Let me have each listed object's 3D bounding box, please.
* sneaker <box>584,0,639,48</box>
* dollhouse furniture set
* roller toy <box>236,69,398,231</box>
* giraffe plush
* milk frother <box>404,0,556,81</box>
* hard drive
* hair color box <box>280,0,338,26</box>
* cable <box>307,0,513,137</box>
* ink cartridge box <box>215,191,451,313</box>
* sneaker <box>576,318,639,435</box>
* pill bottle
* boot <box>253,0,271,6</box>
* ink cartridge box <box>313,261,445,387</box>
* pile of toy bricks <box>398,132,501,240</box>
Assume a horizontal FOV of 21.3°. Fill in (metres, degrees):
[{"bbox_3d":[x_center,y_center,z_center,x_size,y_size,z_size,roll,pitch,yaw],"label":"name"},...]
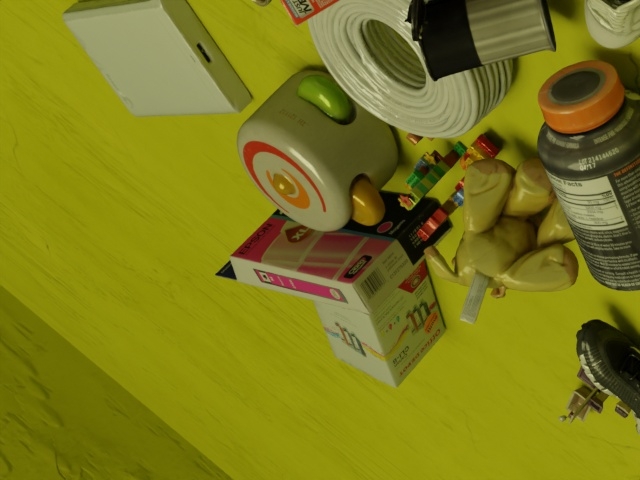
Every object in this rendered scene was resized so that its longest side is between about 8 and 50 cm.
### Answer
[{"bbox_3d":[0.289,-0.245,1.618,0.090,0.095,0.235,38,157,11],"label":"sneaker"},{"bbox_3d":[0.362,0.245,2.324,0.091,0.081,0.114,37,156,16],"label":"dollhouse furniture set"},{"bbox_3d":[-0.007,-0.112,2.245,0.209,0.146,0.191,53,156,-21],"label":"roller toy"},{"bbox_3d":[0.233,0.007,2.067,0.181,0.210,0.170,36,-176,10],"label":"giraffe plush"},{"bbox_3d":[0.161,-0.231,1.739,0.135,0.143,0.129,-14,109,13],"label":"milk frother"},{"bbox_3d":[-0.245,-0.271,2.500,0.307,0.040,0.203,4,134,55],"label":"hard drive"},{"bbox_3d":[0.032,-0.299,1.808,0.053,0.167,0.093,59,-171,-18],"label":"hair color box"},{"bbox_3d":[0.099,-0.232,1.946,0.257,0.089,0.257,35,155,21],"label":"cable"},{"bbox_3d":[0.000,0.000,2.381,0.371,0.176,0.069,9,138,53],"label":"ink cartridge box"},{"bbox_3d":[0.417,0.184,2.149,0.234,0.078,0.106,50,153,-22],"label":"sneaker"},{"bbox_3d":[0.312,-0.073,1.819,0.130,0.130,0.245,17,144,47],"label":"pill bottle"},{"bbox_3d":[-0.074,-0.384,1.879,0.213,0.165,0.077,53,155,-21],"label":"boot"},{"bbox_3d":[0.083,0.099,2.471,0.127,0.128,0.176,26,151,36],"label":"ink cartridge box"},{"bbox_3d":[0.138,-0.075,2.125,0.118,0.105,0.212,42,156,5],"label":"pile of toy bricks"}]
